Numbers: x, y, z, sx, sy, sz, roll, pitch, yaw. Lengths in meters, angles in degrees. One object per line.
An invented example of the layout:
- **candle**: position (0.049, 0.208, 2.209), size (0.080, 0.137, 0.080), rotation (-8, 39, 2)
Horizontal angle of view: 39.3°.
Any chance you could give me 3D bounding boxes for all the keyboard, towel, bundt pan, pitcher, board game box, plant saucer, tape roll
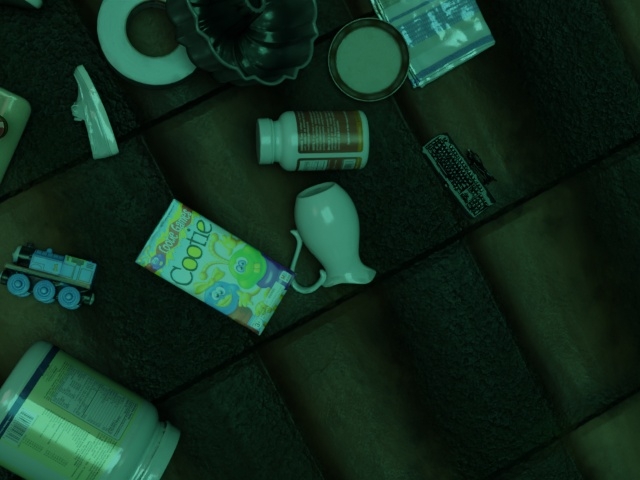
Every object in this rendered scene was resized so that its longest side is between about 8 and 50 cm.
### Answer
- **keyboard**: position (0.304, -0.146, 1.893), size (0.100, 0.038, 0.192), rotation (-39, 99, -7)
- **towel**: position (0.222, -0.486, 1.869), size (0.209, 0.034, 0.285), rotation (-29, 96, -9)
- **bundt pan**: position (-0.161, -0.442, 1.706), size (0.330, 0.124, 0.331), rotation (9, 76, -43)
- **pitcher**: position (0.000, 0.000, 1.811), size (0.177, 0.125, 0.207), rotation (-18, 106, 6)
- **board game box**: position (-0.207, 0.049, 1.755), size (0.275, 0.144, 0.142), rotation (32, 86, -10)
- **plant saucer**: position (0.099, -0.371, 1.840), size (0.168, 0.029, 0.169), rotation (0, 98, 0)
- **tape roll**: position (-0.325, -0.409, 1.755), size (0.219, 0.072, 0.219), rotation (0, 93, -10)

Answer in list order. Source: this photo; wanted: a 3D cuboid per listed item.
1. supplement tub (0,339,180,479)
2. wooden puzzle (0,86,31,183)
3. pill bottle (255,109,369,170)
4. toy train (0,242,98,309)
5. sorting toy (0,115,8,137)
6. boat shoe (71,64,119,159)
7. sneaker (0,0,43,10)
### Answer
- **supplement tub**: position (-0.452, 0.361, 1.675), size (0.324, 0.235, 0.235), rotation (33, 86, -10)
- **wooden puzzle**: position (-0.761, -0.185, 1.658), size (0.347, 0.080, 0.322), rotation (25, 97, -11)
- **pill bottle**: position (-0.018, -0.200, 1.791), size (0.216, 0.121, 0.121), rotation (-2, 92, -10)
- **toy train**: position (-0.523, 0.069, 1.736), size (0.184, 0.080, 0.105), rotation (15, 80, -8)
- **sorting toy**: position (-0.706, -0.167, 1.605), size (0.274, 0.046, 0.132), rotation (-38, 99, 4)
- **boat shoe**: position (-0.452, -0.248, 1.747), size (0.063, 0.066, 0.184), rotation (-21, 105, -10)
- **sneaker**: position (-0.679, -0.451, 1.680), size (0.295, 0.104, 0.147), rotation (20, 91, -5)
